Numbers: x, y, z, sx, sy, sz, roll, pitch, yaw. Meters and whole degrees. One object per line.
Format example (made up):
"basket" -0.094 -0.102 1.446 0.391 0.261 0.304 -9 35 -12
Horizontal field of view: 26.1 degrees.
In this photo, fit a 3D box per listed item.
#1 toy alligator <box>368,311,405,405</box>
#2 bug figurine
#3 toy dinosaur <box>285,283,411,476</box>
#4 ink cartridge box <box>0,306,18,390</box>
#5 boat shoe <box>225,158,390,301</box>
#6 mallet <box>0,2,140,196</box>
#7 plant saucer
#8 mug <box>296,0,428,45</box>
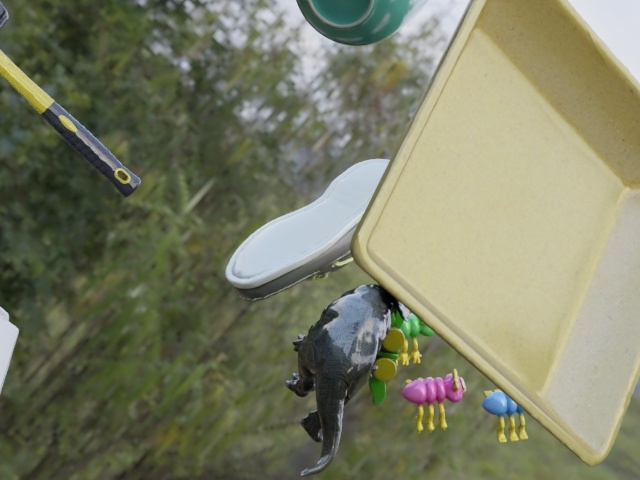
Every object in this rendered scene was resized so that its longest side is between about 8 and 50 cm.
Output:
"toy alligator" 0.072 0.102 1.637 0.051 0.190 0.056 13 9 -11
"bug figurine" 0.201 0.160 1.968 0.072 0.216 0.279 94 -17 -51
"toy dinosaur" 0.024 0.115 1.488 0.121 0.313 0.160 33 -46 9
"ink cartridge box" -0.351 0.141 0.923 0.121 0.289 0.211 -17 -43 36
"boat shoe" 0.003 0.001 1.834 0.109 0.305 0.091 25 -41 40
"mallet" -0.212 -0.096 1.012 0.190 0.062 0.039 51 -24 -11
"plant saucer" 0.176 -0.026 1.196 0.333 0.333 0.081 41 -27 -28
"mug" 0.028 -0.253 1.375 0.129 0.157 0.097 55 34 -6
